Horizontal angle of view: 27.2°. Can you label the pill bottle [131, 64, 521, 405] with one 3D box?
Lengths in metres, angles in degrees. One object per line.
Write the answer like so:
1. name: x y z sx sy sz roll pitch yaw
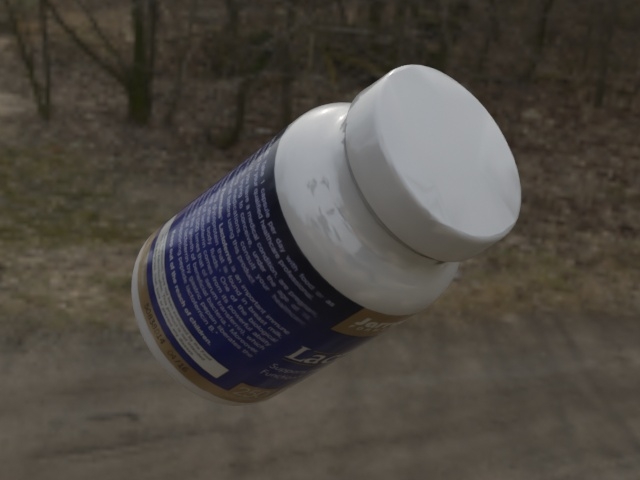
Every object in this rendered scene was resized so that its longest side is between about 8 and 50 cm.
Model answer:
1. pill bottle: 0.000 0.000 0.897 0.153 0.153 0.264 -15 -15 -47
